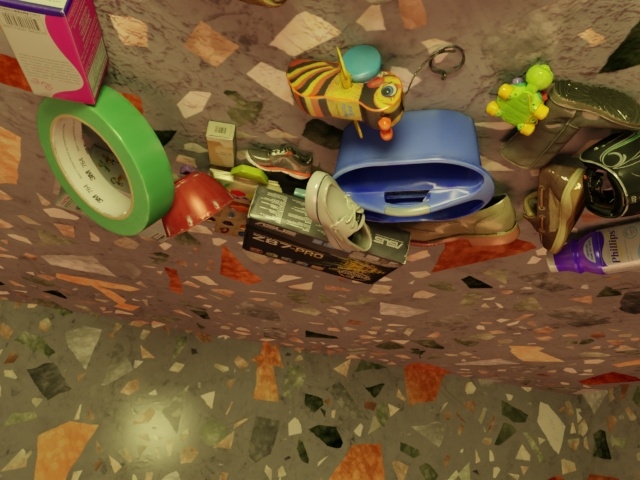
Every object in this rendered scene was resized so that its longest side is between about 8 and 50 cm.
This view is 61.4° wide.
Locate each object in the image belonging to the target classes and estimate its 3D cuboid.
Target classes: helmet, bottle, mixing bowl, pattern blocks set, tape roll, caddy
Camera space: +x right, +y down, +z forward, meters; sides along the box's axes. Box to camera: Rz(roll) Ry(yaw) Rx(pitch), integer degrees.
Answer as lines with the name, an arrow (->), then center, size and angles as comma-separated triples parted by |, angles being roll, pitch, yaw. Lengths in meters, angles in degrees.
helmet -> 0.591, -0.130, 1.028 | 0.161, 0.170, 0.169 | -28, 156, -10
bottle -> 0.738, 0.028, 1.393 | 0.282, 0.118, 0.092 | -14, 158, 38
mixing bowl -> -0.297, -0.095, 1.229 | 0.181, 0.181, 0.098 | -15, 111, 39
pattern blocks set -> -0.189, -0.127, 1.342 | 0.324, 0.026, 0.285 | 16, 163, -17
tape roll -> -0.450, -0.164, 1.126 | 0.321, 0.077, 0.322 | 21, 133, 24
caddy -> 0.185, -0.129, 1.125 | 0.340, 0.179, 0.241 | -1, 153, 17

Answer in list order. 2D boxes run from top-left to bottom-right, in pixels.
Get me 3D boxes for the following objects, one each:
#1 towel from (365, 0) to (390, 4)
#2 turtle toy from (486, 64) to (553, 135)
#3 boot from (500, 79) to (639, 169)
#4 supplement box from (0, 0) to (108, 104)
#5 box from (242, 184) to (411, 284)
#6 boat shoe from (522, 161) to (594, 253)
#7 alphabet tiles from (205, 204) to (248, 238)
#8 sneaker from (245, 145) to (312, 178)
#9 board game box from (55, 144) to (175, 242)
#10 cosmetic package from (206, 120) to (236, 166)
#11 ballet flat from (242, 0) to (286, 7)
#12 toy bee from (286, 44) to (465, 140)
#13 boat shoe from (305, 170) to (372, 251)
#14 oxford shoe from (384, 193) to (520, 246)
towel -> 0.116, -0.451, 0.572 | 0.320, 0.090, 0.374 | -6, 152, 32
turtle toy -> 0.360, -0.252, 0.948 | 0.095, 0.066, 0.130 | 33, 156, 6
boot -> 0.471, -0.200, 1.026 | 0.189, 0.076, 0.209 | 20, 148, 4
supplement box -> -0.441, -0.344, 0.899 | 0.111, 0.114, 0.220 | 9, 154, -7
box -> 0.000, 0.000, 1.408 | 0.394, 0.097, 0.318 | 17, 162, -7
boat shoe -> 0.538, -0.077, 1.254 | 0.123, 0.123, 0.342 | 29, 170, 26
alphabet tiles -> -0.176, -0.058, 1.564 | 0.342, 0.011, 0.285 | 13, 155, -14
sneaker -> -0.090, -0.192, 1.225 | 0.157, 0.061, 0.065 | 13, 127, -14
board game box -> -0.507, -0.110, 1.434 | 0.303, 0.098, 0.224 | 24, 149, -35
cosmetic package -> -0.220, -0.213, 1.205 | 0.060, 0.041, 0.115 | 7, 155, -2
ballet flat -> -0.174, -0.427, 0.694 | 0.124, 0.116, 0.342 | 10, 167, 43
toy bee -> 0.077, -0.251, 0.915 | 0.298, 0.162, 0.195 | -11, 148, 33
boat shoe -> 0.045, -0.047, 1.091 | 0.088, 0.096, 0.268 | 14, 155, 24
oxford shoe -> 0.313, -0.066, 1.350 | 0.347, 0.123, 0.130 | -2, 123, 29
